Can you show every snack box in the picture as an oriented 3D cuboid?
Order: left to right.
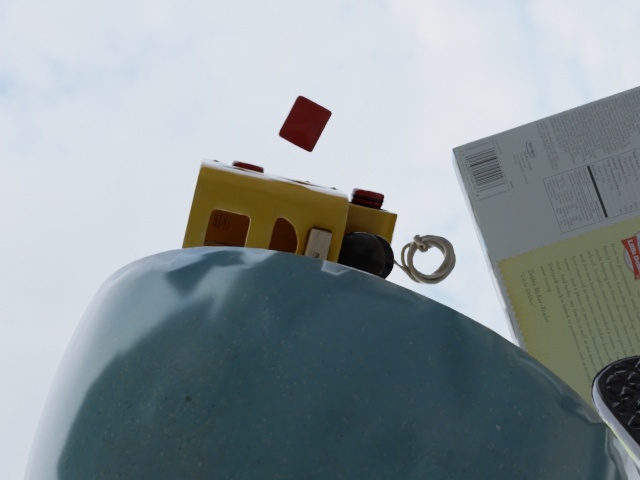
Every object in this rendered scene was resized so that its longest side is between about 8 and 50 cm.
[{"bbox_3d":[0.251,0.044,0.910,0.187,0.060,0.322,-18,-101,4],"label":"snack box"}]

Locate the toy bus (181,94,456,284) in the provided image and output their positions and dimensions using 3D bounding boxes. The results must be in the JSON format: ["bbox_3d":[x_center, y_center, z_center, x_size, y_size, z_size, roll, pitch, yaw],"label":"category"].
[{"bbox_3d":[-0.013,0.003,0.801,0.202,0.104,0.191,-33,-82,0],"label":"toy bus"}]

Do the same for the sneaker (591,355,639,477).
[{"bbox_3d":[0.258,0.179,0.718,0.084,0.235,0.097,-15,-51,0],"label":"sneaker"}]

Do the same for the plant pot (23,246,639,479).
[{"bbox_3d":[-0.022,0.171,0.469,0.290,0.290,0.195,45,-129,-23],"label":"plant pot"}]
